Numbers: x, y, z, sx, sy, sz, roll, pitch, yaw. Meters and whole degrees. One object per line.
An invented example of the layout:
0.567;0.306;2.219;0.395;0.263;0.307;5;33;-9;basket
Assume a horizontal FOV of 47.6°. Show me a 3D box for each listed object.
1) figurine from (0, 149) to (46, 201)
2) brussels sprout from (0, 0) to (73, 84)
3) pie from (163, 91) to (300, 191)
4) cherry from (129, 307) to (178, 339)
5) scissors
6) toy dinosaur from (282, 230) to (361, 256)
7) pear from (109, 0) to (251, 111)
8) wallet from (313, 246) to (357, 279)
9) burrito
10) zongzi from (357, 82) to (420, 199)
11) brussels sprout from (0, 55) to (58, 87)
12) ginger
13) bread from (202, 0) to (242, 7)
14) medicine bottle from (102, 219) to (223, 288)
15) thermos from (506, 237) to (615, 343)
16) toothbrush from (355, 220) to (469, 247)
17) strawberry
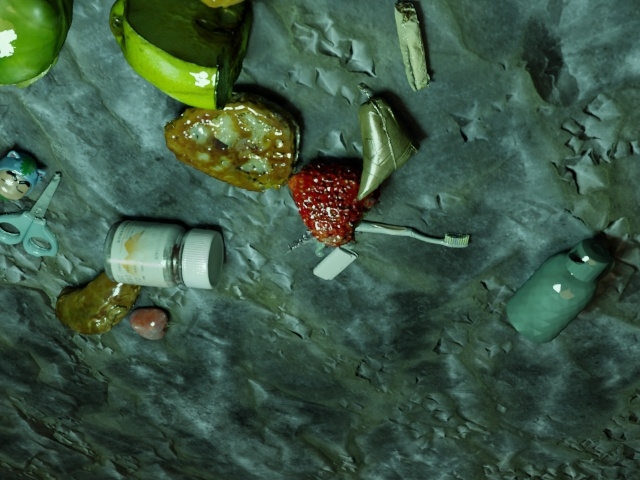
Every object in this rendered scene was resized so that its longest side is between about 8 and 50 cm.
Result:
-0.770;-0.141;1.775;0.178;0.144;0.114;-10;129;38;figurine
-0.595;-0.468;1.296;0.282;0.289;0.354;2;124;-8;brussels sprout
-0.176;-0.216;1.594;0.308;0.085;0.308;4;139;4;pie
-0.501;0.247;2.139;0.126;0.087;0.106;-6;129;15;cherry
-0.746;-0.073;1.915;0.191;0.029;0.360;28;132;-21;scissors
0.000;-0.001;1.802;0.209;0.039;0.082;-16;127;13;toy dinosaur
-0.278;-0.361;1.361;0.256;0.238;0.164;14;142;-4;pear
0.037;0.060;1.870;0.061;0.025;0.122;25;135;-22;wallet
0.175;-0.368;1.393;0.045;0.041;0.185;-31;133;-15;burrito
0.093;-0.200;1.504;0.178;0.081;0.189;-44;119;-2;zongzi
-0.626;-0.395;1.512;0.181;0.100;0.139;-27;114;35;brussels sprout
-0.615;0.177;2.045;0.321;0.172;0.165;-23;165;28;ginger
-0.164;-0.572;1.183;0.328;0.148;0.337;-24;126;32;bread
-0.396;0.037;1.846;0.274;0.165;0.165;4;135;9;medicine bottle
0.584;0.111;1.720;0.182;0.145;0.286;-4;143;-30;thermos
0.171;-0.024;1.750;0.375;0.028;0.037;8;130;4;toothbrush
0.024;-0.092;1.616;0.201;0.184;0.187;34;129;-8;strawberry
